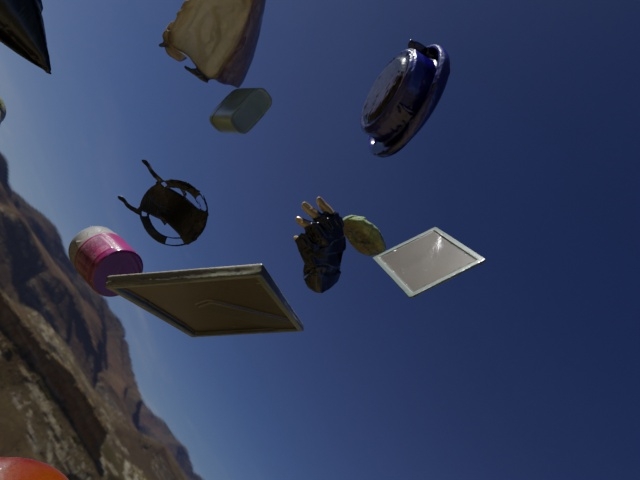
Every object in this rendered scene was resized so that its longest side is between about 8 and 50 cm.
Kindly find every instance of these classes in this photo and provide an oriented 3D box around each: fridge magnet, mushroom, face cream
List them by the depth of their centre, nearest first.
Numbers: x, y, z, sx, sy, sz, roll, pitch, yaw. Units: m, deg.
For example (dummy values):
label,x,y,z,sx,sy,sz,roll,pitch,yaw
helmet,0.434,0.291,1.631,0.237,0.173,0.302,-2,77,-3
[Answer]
label,x,y,z,sx,sy,sz,roll,pitch,yaw
fridge magnet,0.177,-0.308,1.047,0.112,0.266,0.265,25,-23,-18
mushroom,-0.238,-0.647,1.354,0.224,0.313,0.398,33,-74,8
face cream,-0.707,0.065,1.571,0.194,0.175,0.175,32,-38,33

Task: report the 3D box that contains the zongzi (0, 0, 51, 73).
label,x,y,z,sx,sy,sz,roll,pitch,yaw
zongzi,-0.628,-0.522,0.924,0.318,0.384,0.362,-20,-48,30

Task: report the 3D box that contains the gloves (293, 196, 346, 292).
label,x,y,z,sx,sy,sz,roll,pitch,yaw
gloves,0.000,0.000,1.143,0.124,0.164,0.204,8,-69,8

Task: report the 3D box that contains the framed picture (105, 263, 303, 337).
label,x,y,z,sx,sy,sz,roll,pitch,yaw
framed picture,-0.171,0.115,0.817,0.324,0.240,0.021,67,19,-64

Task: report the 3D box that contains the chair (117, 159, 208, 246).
label,x,y,z,sx,sy,sz,roll,pitch,yaw
chair,-0.408,-0.091,1.277,0.213,0.174,0.149,37,3,36

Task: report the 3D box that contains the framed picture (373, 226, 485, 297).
label,x,y,z,sx,sy,sz,roll,pitch,yaw
framed picture,0.303,0.059,1.384,0.296,0.232,0.019,-124,-171,-67

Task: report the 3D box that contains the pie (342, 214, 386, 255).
label,x,y,z,sx,sy,sz,roll,pitch,yaw
pie,0.146,-0.013,1.652,0.186,0.041,0.187,33,-27,19

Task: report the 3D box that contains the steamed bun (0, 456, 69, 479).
label,x,y,z,sx,sy,sz,roll,pitch,yaw
steamed bun,-0.452,0.438,0.519,0.235,0.379,0.248,-40,-99,18

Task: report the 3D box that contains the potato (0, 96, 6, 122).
label,x,y,z,sx,sy,sz,roll,pitch,yaw
potato,-0.702,-0.256,0.935,0.194,0.157,0.157,-90,158,-73

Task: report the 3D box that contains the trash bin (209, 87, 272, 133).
label,x,y,z,sx,sy,sz,roll,pitch,yaw
trash bin,-0.186,-0.300,1.107,0.059,0.116,0.130,46,-14,-34
